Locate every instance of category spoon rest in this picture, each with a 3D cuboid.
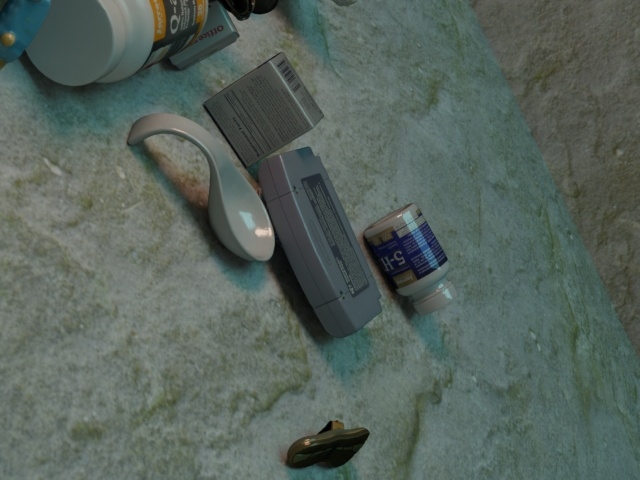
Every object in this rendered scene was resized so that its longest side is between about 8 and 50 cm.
[{"bbox_3d":[-0.149,-0.077,1.612,0.276,0.084,0.137,46,30,-28],"label":"spoon rest"}]

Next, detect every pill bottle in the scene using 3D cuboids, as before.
[{"bbox_3d":[-0.271,-0.301,1.517,0.162,0.162,0.278,58,25,-9],"label":"pill bottle"},{"bbox_3d":[0.169,0.037,2.056,0.187,0.112,0.112,60,25,-4],"label":"pill bottle"}]

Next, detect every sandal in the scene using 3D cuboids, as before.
[{"bbox_3d":[0.009,0.279,1.586,0.180,0.072,0.049,10,35,-54],"label":"sandal"}]

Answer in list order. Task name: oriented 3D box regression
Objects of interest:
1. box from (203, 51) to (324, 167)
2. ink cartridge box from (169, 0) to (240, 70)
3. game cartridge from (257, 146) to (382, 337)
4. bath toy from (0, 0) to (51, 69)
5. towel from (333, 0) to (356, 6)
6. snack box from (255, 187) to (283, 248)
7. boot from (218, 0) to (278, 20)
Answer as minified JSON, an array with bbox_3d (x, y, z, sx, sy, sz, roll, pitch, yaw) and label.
[{"bbox_3d":[-0.088,-0.206,1.788,0.126,0.137,0.072,56,25,-11],"label":"box"},{"bbox_3d":[-0.207,-0.352,1.733,0.150,0.109,0.063,61,3,0],"label":"ink cartridge box"},{"bbox_3d":[0.000,0.000,1.780,0.297,0.062,0.198,66,25,-1],"label":"game cartridge"},{"bbox_3d":[-0.465,-0.327,1.228,0.348,0.151,0.129,42,-7,-31],"label":"bath toy"},{"bbox_3d":[-0.078,-0.639,2.181,0.320,0.090,0.374,39,15,-39],"label":"towel"},{"bbox_3d":[-0.045,-0.007,1.804,0.178,0.022,0.064,45,30,-32],"label":"snack box"},{"bbox_3d":[-0.132,-0.395,1.703,0.263,0.091,0.229,52,15,-40],"label":"boot"}]
